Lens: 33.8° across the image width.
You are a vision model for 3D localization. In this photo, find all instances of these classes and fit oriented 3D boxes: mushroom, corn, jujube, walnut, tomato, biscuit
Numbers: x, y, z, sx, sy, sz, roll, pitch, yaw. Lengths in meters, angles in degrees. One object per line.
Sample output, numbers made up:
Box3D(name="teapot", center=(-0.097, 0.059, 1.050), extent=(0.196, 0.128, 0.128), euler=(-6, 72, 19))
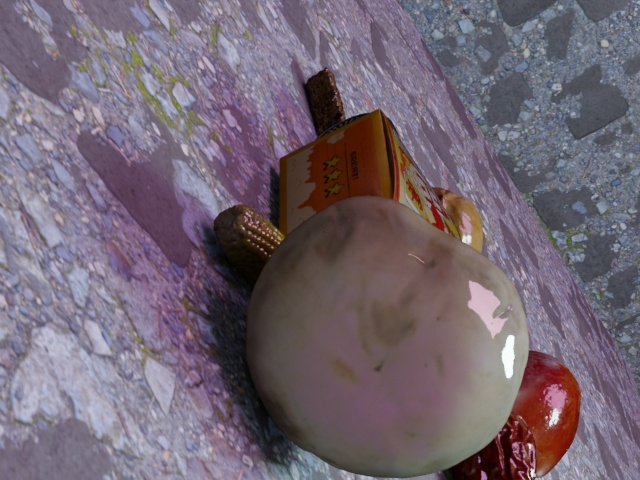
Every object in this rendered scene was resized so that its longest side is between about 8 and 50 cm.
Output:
Box3D(name="mushroom", center=(0.090, 0.104, 1.343), extent=(0.353, 0.353, 0.325), euler=(-84, 166, -57))
Box3D(name="corn", center=(-0.037, 0.061, 1.494), extent=(0.320, 0.097, 0.097), euler=(45, 26, -38))
Box3D(name="jujube", center=(0.302, 0.405, 1.832), extent=(0.155, 0.155, 0.230), euler=(46, 34, -40))
Box3D(name="walnut", center=(0.208, 0.003, 2.002), extent=(0.195, 0.195, 0.222), euler=(-90, -168, -51))
Box3D(name="tomato", center=(0.492, 0.359, 2.333), extent=(0.309, 0.170, 0.309), euler=(52, 20, -29))
Box3D(name="biscuit", center=(0.017, -0.250, 2.073), extent=(0.034, 0.064, 0.199), euler=(34, 35, -54))

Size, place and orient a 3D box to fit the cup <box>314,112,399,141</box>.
Box3D(name="cup", center=(0.074, -0.118, 1.908), extent=(0.176, 0.169, 0.223), euler=(64, 20, -21))

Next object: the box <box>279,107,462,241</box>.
Box3D(name="box", center=(0.088, -0.006, 1.699), extent=(0.283, 0.214, 0.259), euler=(53, 24, -36))
